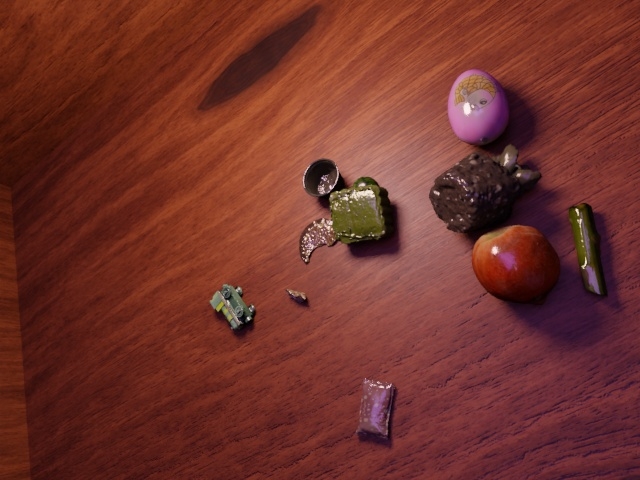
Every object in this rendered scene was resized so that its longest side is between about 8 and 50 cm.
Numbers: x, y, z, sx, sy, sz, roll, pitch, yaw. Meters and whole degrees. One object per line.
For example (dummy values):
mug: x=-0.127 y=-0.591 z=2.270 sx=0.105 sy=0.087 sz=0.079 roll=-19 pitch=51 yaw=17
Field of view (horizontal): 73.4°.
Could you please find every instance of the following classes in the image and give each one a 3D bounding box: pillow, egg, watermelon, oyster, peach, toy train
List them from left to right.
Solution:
toy train: x=-0.353 y=0.274 z=1.743 sx=0.132 sy=0.083 sz=0.200 roll=-51 pitch=59 yaw=18
oyster: x=-0.090 y=0.200 z=1.633 sx=0.083 sy=0.080 sz=0.038 roll=39 pitch=69 yaw=-1
watermelon: x=0.164 y=-0.200 z=1.626 sx=0.105 sy=0.062 sz=0.105 roll=-10 pitch=65 yaw=23
pillow: x=0.176 y=0.550 z=1.399 sx=0.118 sy=0.043 sz=0.185 roll=0 pitch=75 yaw=30
egg: x=0.524 y=-0.448 z=1.445 sx=0.196 sy=0.196 sz=0.271 roll=-25 pitch=53 yaw=19
peach: x=0.570 y=0.083 z=1.247 sx=0.232 sy=0.232 sz=0.256 roll=-24 pitch=98 yaw=19

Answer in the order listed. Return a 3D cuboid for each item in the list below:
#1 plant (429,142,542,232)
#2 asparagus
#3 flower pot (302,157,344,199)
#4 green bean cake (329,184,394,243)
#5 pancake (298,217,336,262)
plant: x=0.525 y=-0.165 z=1.355 sx=0.312 sy=0.213 sz=0.215 roll=-25 pitch=59 yaw=-22
asparagus: x=0.775 y=0.028 z=1.244 sx=0.067 sy=0.060 sz=0.277 roll=0 pitch=74 yaw=7
flower pot: x=0.021 y=-0.232 z=1.685 sx=0.157 sy=0.107 sz=0.157 roll=-7 pitch=75 yaw=26
green bean cake: x=0.145 y=-0.093 z=1.547 sx=0.214 sy=0.113 sz=0.200 roll=-11 pitch=89 yaw=28
pancake: x=0.000 y=0.000 z=1.675 sx=0.191 sy=0.020 sz=0.184 roll=1 pitch=74 yaw=29
